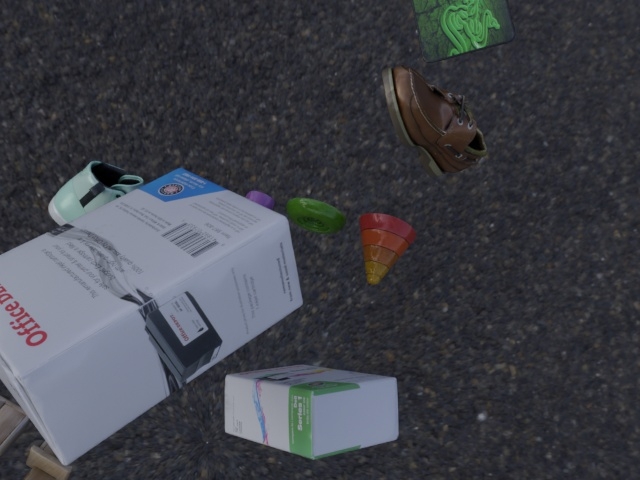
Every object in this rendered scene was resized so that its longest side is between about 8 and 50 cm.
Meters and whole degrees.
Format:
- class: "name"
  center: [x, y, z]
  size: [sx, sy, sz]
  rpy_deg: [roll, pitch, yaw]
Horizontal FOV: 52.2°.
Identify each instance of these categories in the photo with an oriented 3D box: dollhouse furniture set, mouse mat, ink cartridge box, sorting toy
- class: "dollhouse furniture set"
  center: [-0.510, 0.247, 1.027]
  size: [0.303, 0.355, 0.174]
  rpy_deg: [32, 35, -3]
- class: "mouse mat"
  center: [0.229, -0.396, 1.081]
  size: [0.152, 0.007, 0.190]
  rpy_deg: [-12, 79, 13]
- class: "ink cartridge box"
  center: [-0.269, 0.076, 0.929]
  size: [0.395, 0.166, 0.285]
  rpy_deg: [-32, 39, -31]
- class: "sorting toy"
  center: [0.000, 0.000, 1.308]
  size: [0.365, 0.127, 0.126]
  rpy_deg: [13, 71, 13]
- class: "ink cartridge box"
  center: [-0.024, 0.307, 1.215]
  size: [0.201, 0.278, 0.117]
  rpy_deg: [1, 86, -39]

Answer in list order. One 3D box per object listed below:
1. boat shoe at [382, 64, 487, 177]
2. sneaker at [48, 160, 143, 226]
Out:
- class: "boat shoe"
  center: [0.179, -0.186, 0.982]
  size: [0.104, 0.307, 0.111]
  rpy_deg: [-11, 76, 22]
- class: "sneaker"
  center: [-0.321, -0.025, 1.117]
  size: [0.256, 0.151, 0.094]
  rpy_deg: [38, 35, -21]
